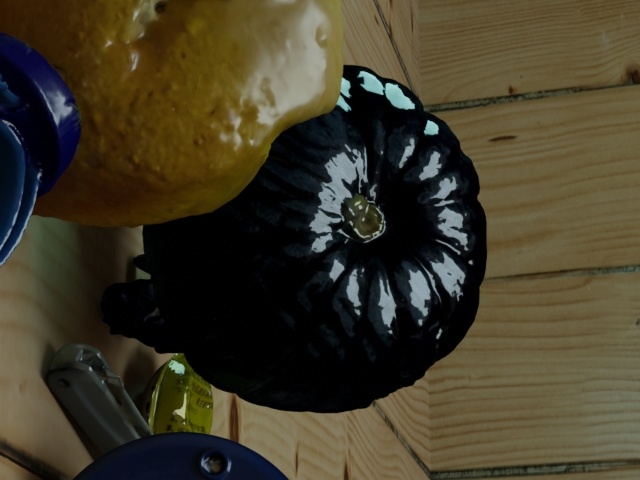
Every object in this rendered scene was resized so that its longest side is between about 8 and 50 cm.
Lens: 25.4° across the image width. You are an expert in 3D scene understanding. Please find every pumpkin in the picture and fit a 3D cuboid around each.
[{"bbox_3d":[0.000,0.000,1.451,0.266,0.363,0.363,149,-58,-61],"label":"pumpkin"}]

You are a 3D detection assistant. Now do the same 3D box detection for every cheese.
[{"bbox_3d":[-0.170,0.236,1.617,0.156,0.064,0.250,46,49,-65],"label":"cheese"}]

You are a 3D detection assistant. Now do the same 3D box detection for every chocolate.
[{"bbox_3d":[-0.160,0.064,1.616,0.126,0.148,0.343,-59,170,23],"label":"chocolate"}]

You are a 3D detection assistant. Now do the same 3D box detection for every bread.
[{"bbox_3d":[-0.168,-0.208,1.252,0.250,0.361,0.394,7,79,-51],"label":"bread"}]

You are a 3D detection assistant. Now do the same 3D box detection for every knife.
[{"bbox_3d":[-0.198,0.201,1.460,0.265,0.073,0.040,65,32,-41],"label":"knife"}]

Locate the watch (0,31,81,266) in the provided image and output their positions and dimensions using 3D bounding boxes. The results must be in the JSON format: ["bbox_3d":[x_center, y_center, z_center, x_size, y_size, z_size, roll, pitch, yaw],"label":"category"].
[{"bbox_3d":[-0.293,-0.055,1.084,0.200,0.171,0.196,-53,138,-49],"label":"watch"}]

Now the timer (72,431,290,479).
[{"bbox_3d":[-0.129,0.365,1.441,0.383,0.270,0.270,90,0,-69],"label":"timer"}]
